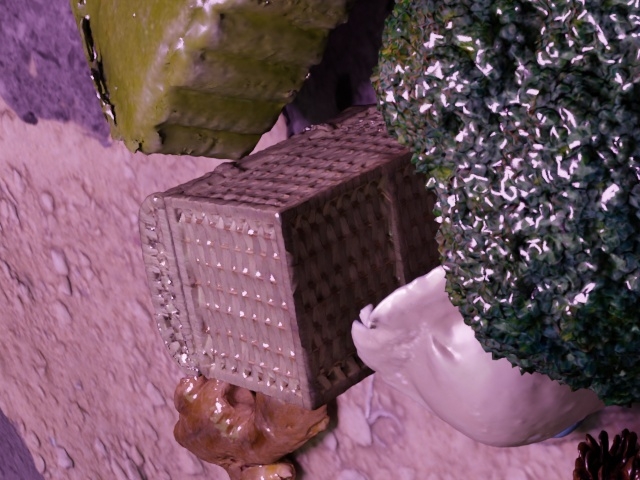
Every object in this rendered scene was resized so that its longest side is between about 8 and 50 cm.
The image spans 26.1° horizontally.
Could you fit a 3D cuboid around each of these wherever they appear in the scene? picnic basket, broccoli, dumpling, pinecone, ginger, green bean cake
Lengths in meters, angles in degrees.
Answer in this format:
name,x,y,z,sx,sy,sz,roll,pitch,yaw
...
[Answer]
name,x,y,z,sx,sy,sz,roll,pitch,yaw
picnic basket,0.000,0.000,0.904,0.154,0.196,0.134,13,121,45
broccoli,0.175,-0.058,0.658,0.297,0.298,0.297,-100,-11,-81
dumpling,0.123,0.048,0.801,0.111,0.181,0.155,56,159,21
pinecone,0.200,0.156,0.875,0.083,0.077,0.077,-10,106,24
ginger,-0.065,0.147,1.178,0.133,0.059,0.214,43,140,16
green bean cake,-0.083,-0.181,0.916,0.200,0.113,0.214,-54,48,41

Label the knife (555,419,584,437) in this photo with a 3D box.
name,x,y,z,sx,sy,sz,roll,pitch,yaw
knife,0.163,0.023,0.876,0.058,0.032,0.244,30,128,37
